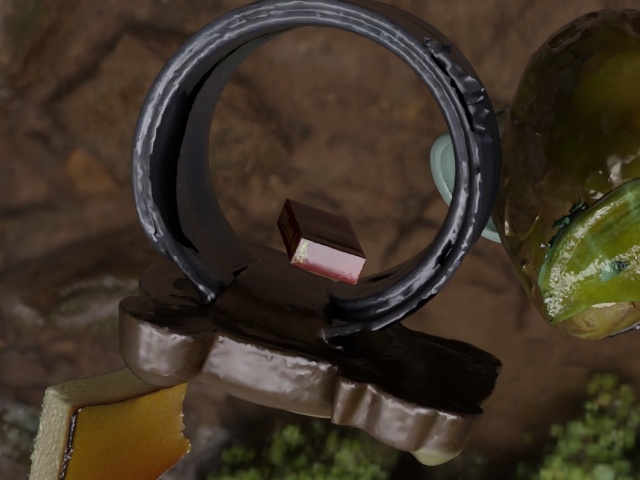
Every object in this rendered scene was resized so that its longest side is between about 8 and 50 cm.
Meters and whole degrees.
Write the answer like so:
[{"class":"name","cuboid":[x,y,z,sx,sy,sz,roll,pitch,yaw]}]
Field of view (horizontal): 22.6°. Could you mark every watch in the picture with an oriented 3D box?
[{"class":"watch","cuboid":[0.021,-0.032,1.322,0.335,0.314,0.327,20,104,10]}]

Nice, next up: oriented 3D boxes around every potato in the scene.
[{"class":"potato","cuboid":[0.248,-0.071,1.457,0.196,0.246,0.300,21,108,-41]}]

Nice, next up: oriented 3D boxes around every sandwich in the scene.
[{"class":"sandwich","cuboid":[-0.198,0.210,1.507,0.058,0.162,0.193,37,122,35]}]

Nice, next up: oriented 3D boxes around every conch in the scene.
[{"class":"conch","cuboid":[0.258,-0.003,1.236,0.200,0.079,0.095,-16,91,17]}]

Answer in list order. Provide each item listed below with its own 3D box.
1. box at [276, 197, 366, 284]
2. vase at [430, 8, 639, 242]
[{"class":"box","cuboid":[0.000,0.000,1.152,0.051,0.082,0.023,17,108,-16]},{"class":"vase","cuboid":[0.269,-0.139,1.767,0.143,0.299,0.143,35,148,25]}]
